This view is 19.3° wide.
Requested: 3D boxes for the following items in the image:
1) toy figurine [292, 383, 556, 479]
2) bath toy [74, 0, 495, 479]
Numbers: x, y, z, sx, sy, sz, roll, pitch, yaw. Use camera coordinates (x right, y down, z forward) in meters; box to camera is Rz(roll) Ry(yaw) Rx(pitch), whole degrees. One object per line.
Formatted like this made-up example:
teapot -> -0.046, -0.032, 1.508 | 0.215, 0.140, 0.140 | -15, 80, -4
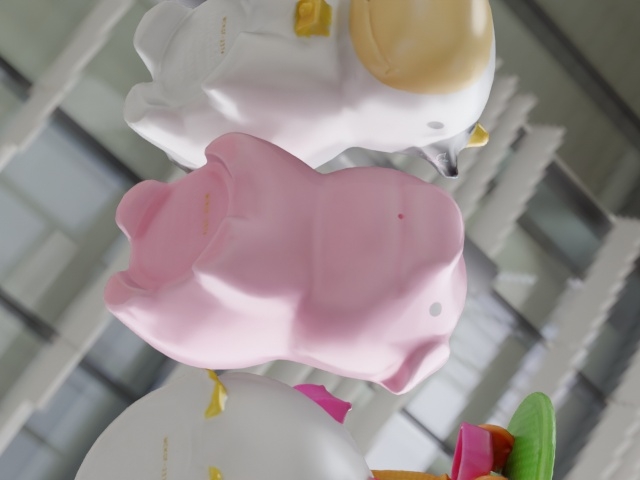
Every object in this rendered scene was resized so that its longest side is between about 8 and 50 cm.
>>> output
toy figurine -> 0.022, 0.142, 0.994 | 0.130, 0.159, 0.173 | -84, -171, -60
bath toy -> 0.000, 0.000, 0.739 | 0.151, 0.129, 0.348 | -20, -132, 36
